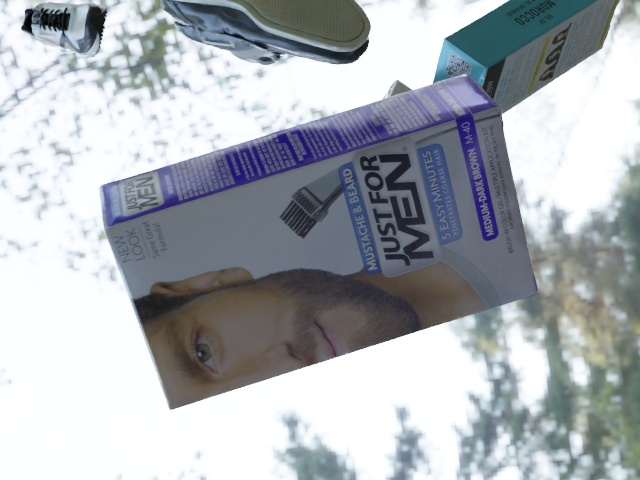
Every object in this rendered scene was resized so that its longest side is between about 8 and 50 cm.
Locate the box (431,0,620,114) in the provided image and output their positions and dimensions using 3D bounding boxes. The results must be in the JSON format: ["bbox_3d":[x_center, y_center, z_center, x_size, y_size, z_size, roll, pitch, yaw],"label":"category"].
[{"bbox_3d":[0.221,-0.209,1.493,0.244,0.060,0.100,-33,-29,-33],"label":"box"}]

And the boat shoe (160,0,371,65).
[{"bbox_3d":[-0.049,-0.201,1.292,0.084,0.233,0.079,-47,-37,-33],"label":"boat shoe"}]

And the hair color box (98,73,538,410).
[{"bbox_3d":[0.000,0.000,1.209,0.110,0.339,0.185,-112,5,-64],"label":"hair color box"}]

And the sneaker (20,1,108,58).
[{"bbox_3d":[-0.191,-0.159,1.047,0.044,0.109,0.040,15,-95,-30],"label":"sneaker"}]

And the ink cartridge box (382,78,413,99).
[{"bbox_3d":[0.060,-0.098,1.439,0.046,0.097,0.207,35,-161,-3],"label":"ink cartridge box"}]
